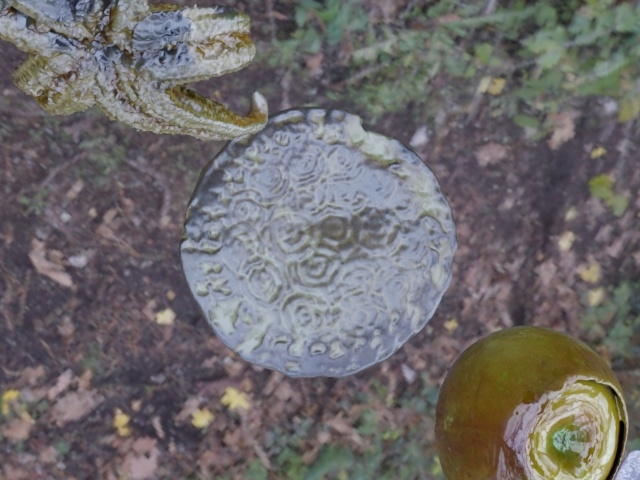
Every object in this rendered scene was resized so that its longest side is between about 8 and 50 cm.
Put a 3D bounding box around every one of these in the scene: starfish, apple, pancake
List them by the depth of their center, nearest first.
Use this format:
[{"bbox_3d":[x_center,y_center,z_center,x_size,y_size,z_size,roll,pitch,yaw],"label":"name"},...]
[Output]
[{"bbox_3d":[-0.104,-0.099,0.560,0.190,0.146,0.074,45,40,-40],"label":"starfish"},{"bbox_3d":[0.000,0.000,0.772,0.199,0.021,0.199,2,81,-16],"label":"pancake"},{"bbox_3d":[0.241,0.213,1.286,0.237,0.207,0.237,2,84,-18],"label":"apple"}]

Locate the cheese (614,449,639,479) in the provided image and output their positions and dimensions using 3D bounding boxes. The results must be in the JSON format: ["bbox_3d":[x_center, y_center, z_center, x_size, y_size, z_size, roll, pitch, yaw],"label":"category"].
[{"bbox_3d":[0.346,0.246,0.895,0.135,0.244,0.052,-64,178,-11],"label":"cheese"}]
